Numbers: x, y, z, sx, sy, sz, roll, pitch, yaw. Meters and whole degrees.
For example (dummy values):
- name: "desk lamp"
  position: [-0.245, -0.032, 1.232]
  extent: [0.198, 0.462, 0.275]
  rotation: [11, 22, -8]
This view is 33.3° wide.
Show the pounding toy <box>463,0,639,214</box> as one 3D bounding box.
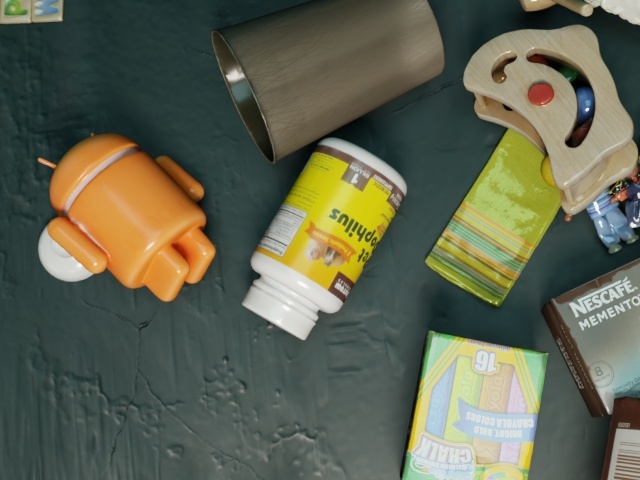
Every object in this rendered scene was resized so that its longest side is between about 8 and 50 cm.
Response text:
- name: "pounding toy"
  position: [0.240, -0.176, 1.184]
  extent: [0.154, 0.155, 0.269]
  rotation: [-20, 61, 12]

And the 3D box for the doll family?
- name: "doll family"
  position: [0.369, -0.070, 1.219]
  extent: [0.193, 0.076, 0.111]
  rotation: [-33, 98, -6]

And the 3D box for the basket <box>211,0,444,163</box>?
- name: "basket"
  position: [0.013, -0.207, 1.228]
  extent: [0.227, 0.204, 0.154]
  rotation: [-24, 124, -9]

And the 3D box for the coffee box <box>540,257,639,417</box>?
- name: "coffee box"
  position: [0.387, 0.081, 1.181]
  extent: [0.247, 0.098, 0.141]
  rotation: [-24, 80, -1]

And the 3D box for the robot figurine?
- name: "robot figurine"
  position: [-0.219, -0.034, 1.228]
  extent: [0.158, 0.128, 0.219]
  rotation: [-45, 81, -2]

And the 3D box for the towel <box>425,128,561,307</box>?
- name: "towel"
  position: [0.225, -0.046, 1.253]
  extent: [0.102, 0.021, 0.237]
  rotation: [31, 83, 7]

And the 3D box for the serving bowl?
- name: "serving bowl"
  position: [-0.298, 0.006, 1.275]
  extent: [0.083, 0.027, 0.083]
  rotation: [-1, 80, 5]

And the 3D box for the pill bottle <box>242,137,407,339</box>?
- name: "pill bottle"
  position: [0.000, 0.000, 1.211]
  extent: [0.117, 0.117, 0.215]
  rotation: [29, 84, 8]

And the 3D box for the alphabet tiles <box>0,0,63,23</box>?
- name: "alphabet tiles"
  position: [-0.421, -0.387, 1.360]
  extent: [0.198, 0.009, 0.237]
  rotation: [-2, 81, 4]

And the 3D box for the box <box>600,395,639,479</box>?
- name: "box"
  position: [0.467, 0.291, 1.054]
  extent: [0.381, 0.143, 0.191]
  rotation: [16, 79, -18]

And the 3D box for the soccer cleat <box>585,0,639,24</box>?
- name: "soccer cleat"
  position: [0.366, -0.301, 1.254]
  extent: [0.143, 0.116, 0.331]
  rotation: [-37, 77, 13]

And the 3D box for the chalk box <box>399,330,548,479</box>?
- name: "chalk box"
  position: [0.160, 0.217, 1.157]
  extent: [0.132, 0.132, 0.213]
  rotation: [10, 82, 5]
